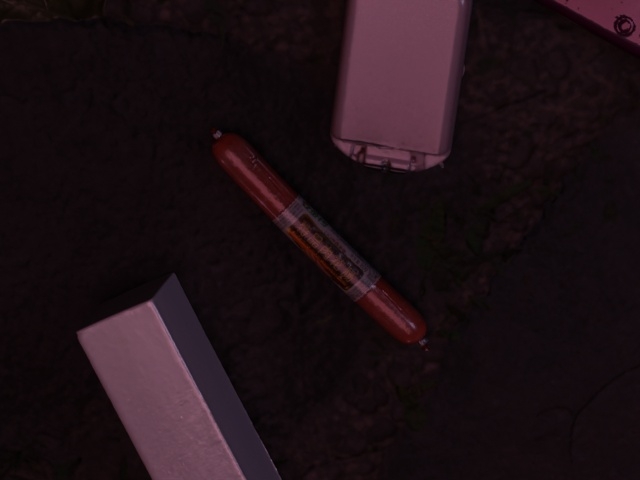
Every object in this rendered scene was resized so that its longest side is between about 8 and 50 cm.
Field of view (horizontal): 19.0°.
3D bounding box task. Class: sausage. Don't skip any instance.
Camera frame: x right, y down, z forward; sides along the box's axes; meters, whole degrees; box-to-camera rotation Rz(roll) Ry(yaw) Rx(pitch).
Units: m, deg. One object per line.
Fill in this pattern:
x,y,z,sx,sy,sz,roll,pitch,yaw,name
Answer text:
0.000,0.000,1.556,0.253,0.034,0.034,44,109,-6,sausage

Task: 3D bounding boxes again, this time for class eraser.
-0.096,0.180,1.606,0.078,0.076,0.298,-23,102,16,eraser

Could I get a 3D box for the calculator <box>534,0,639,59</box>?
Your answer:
0.233,-0.210,1.449,0.190,0.034,0.126,29,112,1,calculator

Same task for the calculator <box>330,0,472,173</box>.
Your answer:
0.062,-0.136,1.501,0.100,0.032,0.175,10,108,7,calculator
